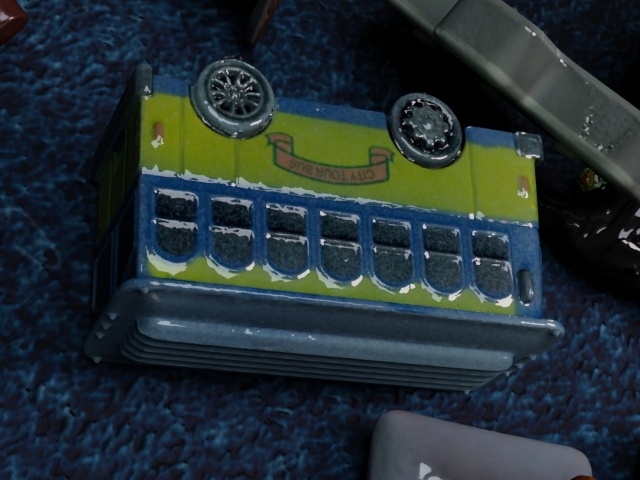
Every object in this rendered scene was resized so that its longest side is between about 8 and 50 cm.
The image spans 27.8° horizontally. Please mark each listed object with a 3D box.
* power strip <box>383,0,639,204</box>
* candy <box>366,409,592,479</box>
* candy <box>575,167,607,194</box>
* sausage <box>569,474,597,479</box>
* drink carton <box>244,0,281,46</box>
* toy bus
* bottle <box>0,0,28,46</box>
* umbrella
[{"bbox_3d":[0.147,-0.133,0.983,0.265,0.194,0.059,42,99,22],"label":"power strip"},{"bbox_3d":[0.113,0.200,0.918,0.174,0.071,0.138,14,67,-17],"label":"candy"},{"bbox_3d":[0.255,-0.044,1.116,0.083,0.023,0.025,14,55,-28],"label":"candy"},{"bbox_3d":[0.147,0.283,0.819,0.153,0.141,0.268,11,91,-17],"label":"sausage"},{"bbox_3d":[-0.078,-0.293,1.003,0.190,0.185,0.191,25,62,2],"label":"drink carton"},{"bbox_3d":[0.000,0.000,0.912,0.312,0.152,0.190,7,64,-20],"label":"toy bus"},{"bbox_3d":[-0.299,-0.236,0.916,0.245,0.104,0.104,48,59,3],"label":"bottle"},{"bbox_3d":[0.274,0.013,1.061,0.340,0.118,0.118,22,61,-3],"label":"umbrella"}]
